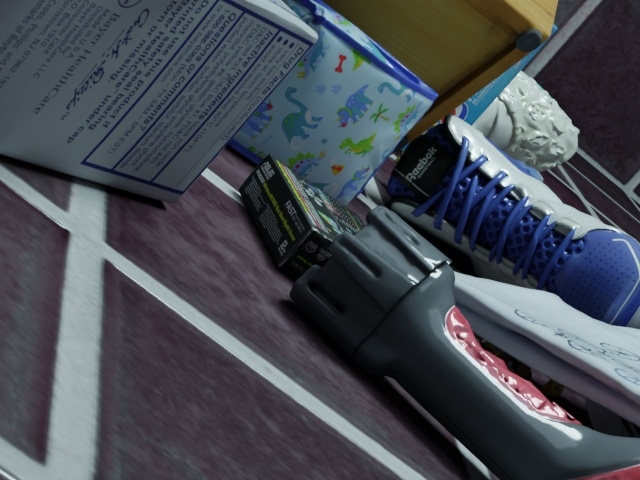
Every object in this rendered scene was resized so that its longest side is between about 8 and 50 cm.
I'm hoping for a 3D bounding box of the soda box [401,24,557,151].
[{"bbox_3d":[0.155,-0.183,2.086,0.071,0.210,0.067,29,16,-47],"label":"soda box"}]

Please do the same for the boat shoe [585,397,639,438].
[{"bbox_3d":[0.312,0.186,1.492,0.108,0.102,0.301,34,14,-33],"label":"boat shoe"}]

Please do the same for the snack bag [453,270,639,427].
[{"bbox_3d":[0.266,0.103,1.426,0.342,0.037,0.323,15,9,-41],"label":"snack bag"}]

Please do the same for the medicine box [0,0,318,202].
[{"bbox_3d":[-0.186,-0.176,1.111,0.263,0.149,0.289,47,12,24],"label":"medicine box"}]

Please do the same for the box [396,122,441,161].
[{"bbox_3d":[0.157,-0.047,1.965,0.169,0.059,0.054,48,14,29],"label":"box"}]

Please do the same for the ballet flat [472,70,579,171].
[{"bbox_3d":[0.124,-0.196,2.328,0.409,0.147,0.147,38,12,-2],"label":"ballet flat"}]

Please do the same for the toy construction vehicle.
[{"bbox_3d":[0.145,0.080,1.515,0.086,0.035,0.098,34,14,-32],"label":"toy construction vehicle"}]

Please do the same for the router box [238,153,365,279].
[{"bbox_3d":[0.000,0.000,1.336,0.092,0.038,0.122,35,12,-29],"label":"router box"}]

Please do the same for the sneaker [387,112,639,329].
[{"bbox_3d":[0.157,-0.013,1.730,0.182,0.127,0.315,28,10,-37],"label":"sneaker"}]

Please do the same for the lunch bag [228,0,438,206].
[{"bbox_3d":[0.003,-0.107,1.519,0.151,0.129,0.096,33,14,-31],"label":"lunch bag"}]

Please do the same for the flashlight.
[{"bbox_3d":[0.128,0.102,1.213,0.304,0.103,0.103,44,10,12],"label":"flashlight"}]

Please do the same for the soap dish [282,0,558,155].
[{"bbox_3d":[0.044,-0.208,1.623,0.291,0.229,0.118,31,32,-42],"label":"soap dish"}]
